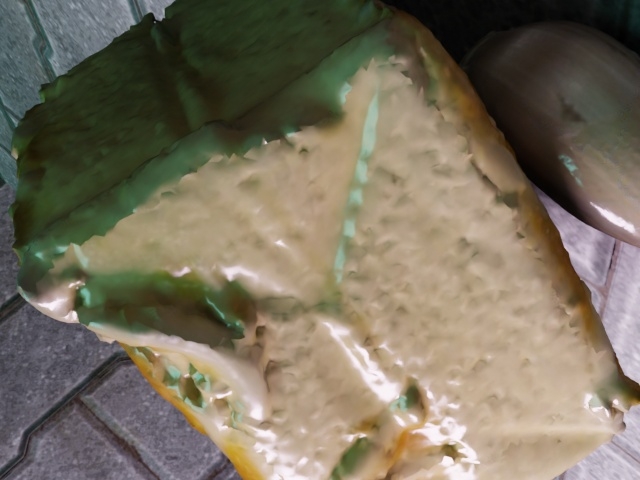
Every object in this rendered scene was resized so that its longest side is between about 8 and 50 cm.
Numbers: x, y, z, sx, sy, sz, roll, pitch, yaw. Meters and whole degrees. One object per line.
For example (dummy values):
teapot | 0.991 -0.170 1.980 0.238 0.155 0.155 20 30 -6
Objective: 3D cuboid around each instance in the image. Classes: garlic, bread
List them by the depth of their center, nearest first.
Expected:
garlic | 0.201 -0.047 0.719 0.128 0.148 0.266 -40 86 34
bread | 0.000 0.000 0.789 0.390 0.279 0.371 51 -174 -31
